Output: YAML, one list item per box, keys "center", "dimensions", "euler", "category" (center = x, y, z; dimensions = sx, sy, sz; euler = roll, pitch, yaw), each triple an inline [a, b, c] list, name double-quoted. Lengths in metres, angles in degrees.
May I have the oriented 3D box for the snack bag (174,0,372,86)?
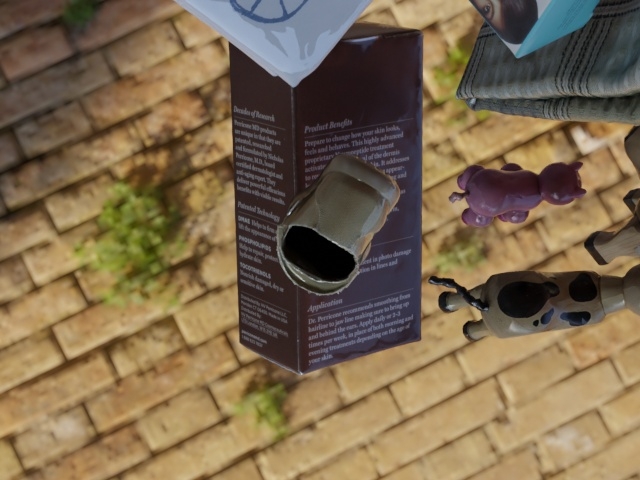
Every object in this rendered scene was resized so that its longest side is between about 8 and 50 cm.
- center: [-0.019, -0.331, 1.169]
  dimensions: [0.342, 0.037, 0.323]
  euler: [-47, 131, 11]
  category: "snack bag"

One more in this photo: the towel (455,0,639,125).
- center: [0.205, -0.222, 0.883]
  dimensions: [0.312, 0.056, 0.324]
  euler: [-65, -161, -2]
  category: "towel"

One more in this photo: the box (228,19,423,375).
- center: [0.008, -0.055, 1.637]
  dimensions: [0.191, 0.381, 0.143]
  euler: [-12, -159, -35]
  category: "box"

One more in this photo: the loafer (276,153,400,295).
- center: [0.000, 0.000, 1.408]
  dimensions: [0.092, 0.102, 0.268]
  euler: [-56, 177, -23]
  category: "loafer"

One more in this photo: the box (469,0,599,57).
- center: [0.076, -0.230, 0.801]
  dimensions: [0.060, 0.244, 0.100]
  euler: [-28, 163, -30]
  category: "box"

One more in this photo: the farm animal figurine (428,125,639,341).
- center: [0.290, -0.012, 1.211]
  dimensions: [0.172, 0.327, 0.330]
  euler: [-19, -139, 62]
  category: "farm animal figurine"
